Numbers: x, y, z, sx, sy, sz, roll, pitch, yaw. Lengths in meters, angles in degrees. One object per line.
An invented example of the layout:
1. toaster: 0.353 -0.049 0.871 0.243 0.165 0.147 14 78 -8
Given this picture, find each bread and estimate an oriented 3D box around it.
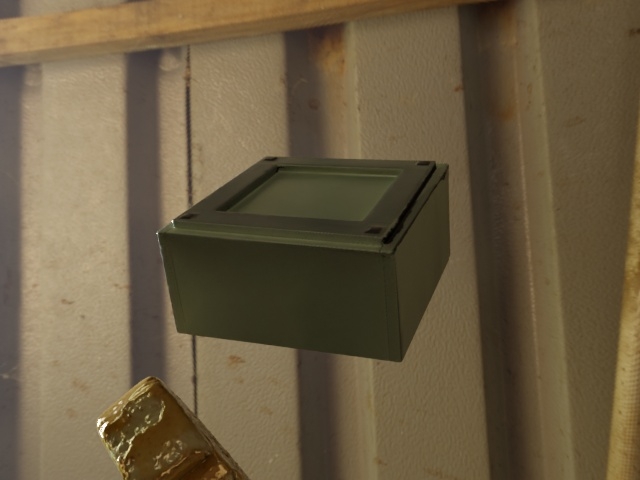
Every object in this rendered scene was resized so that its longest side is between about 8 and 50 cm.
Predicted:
1. bread: -0.111 0.178 0.504 0.073 0.122 0.149 -41 -128 -16

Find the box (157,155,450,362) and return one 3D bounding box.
1. box: 0.000 0.000 0.656 0.225 0.225 0.117 4 -65 21
